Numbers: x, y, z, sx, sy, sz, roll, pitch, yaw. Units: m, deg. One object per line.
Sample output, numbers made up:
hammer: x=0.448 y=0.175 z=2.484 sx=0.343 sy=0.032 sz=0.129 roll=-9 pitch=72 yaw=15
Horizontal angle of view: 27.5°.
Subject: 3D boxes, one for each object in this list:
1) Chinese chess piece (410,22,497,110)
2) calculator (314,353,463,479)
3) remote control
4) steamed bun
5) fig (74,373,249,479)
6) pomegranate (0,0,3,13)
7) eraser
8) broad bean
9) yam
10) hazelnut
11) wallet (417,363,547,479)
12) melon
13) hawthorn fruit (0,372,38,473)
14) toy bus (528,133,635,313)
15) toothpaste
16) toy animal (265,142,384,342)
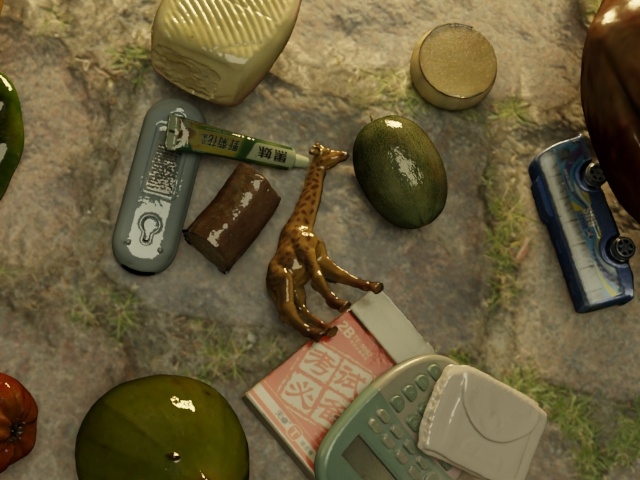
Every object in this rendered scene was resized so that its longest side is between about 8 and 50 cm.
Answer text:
Chinese chess piece: x=0.185 y=-0.240 z=1.813 sx=0.122 sy=0.051 sz=0.122 roll=3 pitch=72 yaw=-10
calculator: x=0.090 y=0.270 z=1.629 sx=0.295 sy=0.042 sz=0.184 roll=-46 pitch=111 yaw=-20
remote control: x=-0.208 y=-0.072 z=1.696 sx=0.087 sy=0.047 sz=0.244 roll=15 pitch=73 yaw=-11
steamed bun: x=-0.121 y=-0.282 z=1.724 sx=0.170 sy=0.152 sz=0.238 roll=23 pitch=57 yaw=4
fig: x=-0.173 y=0.257 z=1.522 sx=0.203 sy=0.225 sz=0.203 roll=-2 pitch=94 yaw=-26
pomegranate: x=-0.526 y=-0.337 z=1.592 sx=0.319 sy=0.319 sz=0.319 roll=3 pitch=74 yaw=-10
eraser: x=0.037 y=0.186 z=1.672 sx=0.230 sy=0.038 sz=0.157 roll=-39 pitch=85 yaw=-18
broad bean: x=-0.453 y=-0.112 z=1.665 sx=0.144 sy=0.049 sz=0.291 roll=6 pitch=71 yaw=-2
yam: x=-0.111 y=-0.030 z=1.685 sx=0.084 sy=0.084 sz=0.127 roll=38 pitch=75 yaw=2
hazelnut: x=0.521 y=-0.173 z=1.685 sx=0.402 sy=0.402 sz=0.429 roll=9 pitch=59 yaw=-8
wallet: x=0.208 y=0.237 z=1.652 sx=0.183 sy=0.032 sz=0.124 roll=29 pitch=79 yaw=-31
melon: x=0.103 y=-0.094 z=1.725 sx=0.114 sy=0.114 sz=0.167 roll=-26 pitch=83 yaw=-16
hawthorn fruit: x=-0.402 y=0.212 z=1.543 sx=0.140 sy=0.125 sz=0.125 roll=31 pitch=72 yaw=-3
toy bus: x=0.354 y=-0.021 z=1.768 sx=0.094 sy=0.079 sz=0.236 roll=-15 pitch=78 yaw=-12
toothpaste: x=-0.108 y=-0.122 z=1.713 sx=0.204 sy=0.031 sz=0.049 roll=12 pitch=75 yaw=-25
toy animal: x=-0.009 y=0.003 z=1.697 sx=0.149 sy=0.054 sz=0.275 roll=-22 pitch=58 yaw=16
